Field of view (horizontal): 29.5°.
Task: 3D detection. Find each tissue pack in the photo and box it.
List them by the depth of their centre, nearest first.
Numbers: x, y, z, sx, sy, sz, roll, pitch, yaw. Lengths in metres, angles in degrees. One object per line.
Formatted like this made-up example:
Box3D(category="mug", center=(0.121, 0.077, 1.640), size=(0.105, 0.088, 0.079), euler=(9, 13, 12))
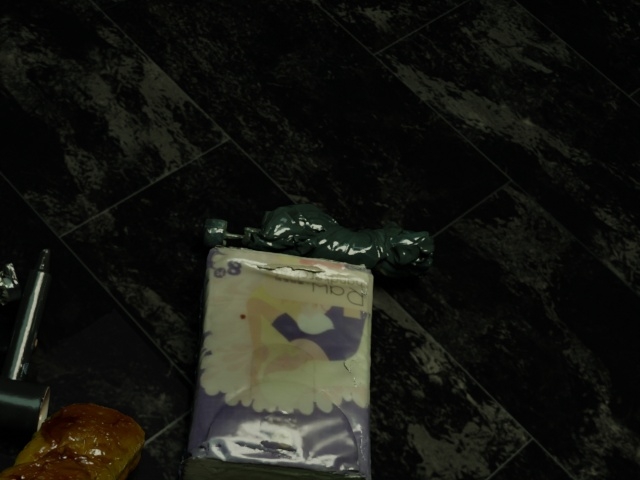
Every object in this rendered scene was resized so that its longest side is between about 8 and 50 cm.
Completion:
Box3D(category="tissue pack", center=(-0.055, 0.179, 1.650), size=(0.242, 0.125, 0.344), euler=(8, 52, -7))

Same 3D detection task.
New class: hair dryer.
Box3D(category="hair dryer", center=(-0.409, 0.127, 1.609), size=(0.128, 0.070, 0.255), euler=(10, 67, -5))

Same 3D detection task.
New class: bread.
Box3D(category="bread", center=(-0.309, 0.277, 1.465), size=(0.139, 0.077, 0.271), euler=(15, 18, 8))

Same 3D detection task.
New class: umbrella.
Box3D(category="umbrella", center=(0.001, -0.003, 1.790), size=(0.348, 0.143, 0.094), euler=(7, 77, -6))

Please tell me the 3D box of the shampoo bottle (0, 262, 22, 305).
Box3D(category="shampoo bottle", center=(-0.546, 0.106, 1.599), size=(0.309, 0.098, 0.071), euler=(-17, 56, -24))
